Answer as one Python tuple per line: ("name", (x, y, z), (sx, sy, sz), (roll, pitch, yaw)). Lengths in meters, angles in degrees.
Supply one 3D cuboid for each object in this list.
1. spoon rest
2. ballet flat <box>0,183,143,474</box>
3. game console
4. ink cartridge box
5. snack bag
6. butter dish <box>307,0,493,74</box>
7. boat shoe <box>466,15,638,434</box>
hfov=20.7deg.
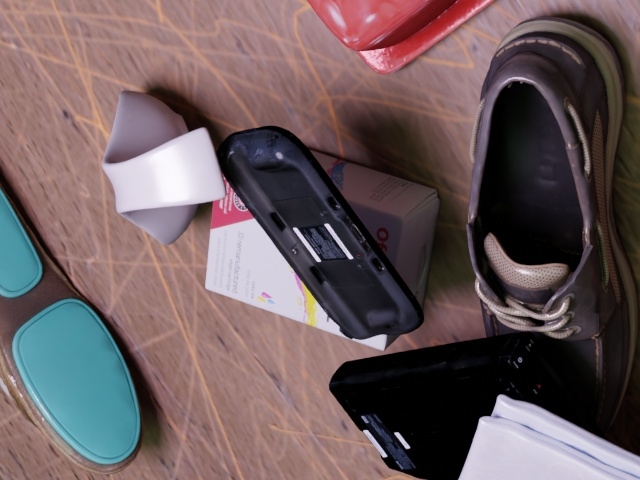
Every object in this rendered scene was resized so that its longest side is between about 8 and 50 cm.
("spoon rest", (-0.137, -0.058, 1.432), (0.084, 0.276, 0.137), (-17, 96, -9))
("ballet flat", (-0.288, 0.075, 1.651), (0.342, 0.116, 0.124), (55, 145, -1))
("game console", (0.055, 0.055, 1.360), (0.213, 0.044, 0.361), (-14, 120, 49))
("ink cartridge box", (0.000, 0.000, 1.471), (0.175, 0.072, 0.127), (18, 118, 22))
("snack bag", (0.255, 0.281, 1.382), (0.342, 0.037, 0.323), (25, 144, 9))
("butter dish", (0.036, -0.213, 1.335), (0.160, 0.118, 0.160), (-34, 91, 34))
("boat shoe", (0.162, 0.011, 1.351), (0.132, 0.130, 0.355), (3, 111, 28))
